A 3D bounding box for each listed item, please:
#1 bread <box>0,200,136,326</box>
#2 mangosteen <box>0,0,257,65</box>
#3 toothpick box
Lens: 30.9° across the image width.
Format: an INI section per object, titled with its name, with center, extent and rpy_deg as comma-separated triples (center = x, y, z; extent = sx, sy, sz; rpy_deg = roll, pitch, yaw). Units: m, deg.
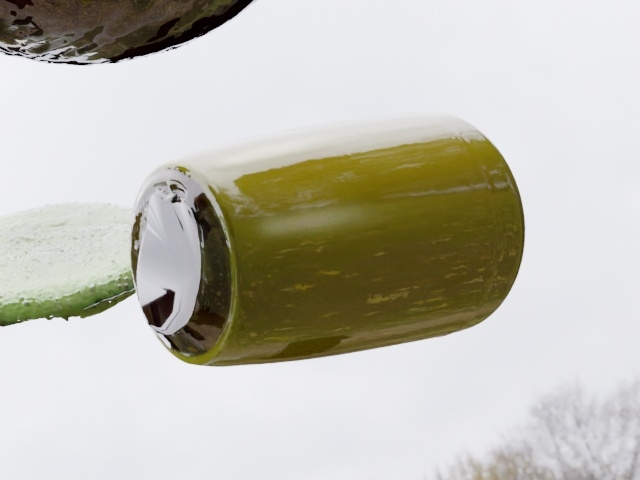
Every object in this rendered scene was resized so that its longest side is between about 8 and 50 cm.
[bread]
center = -0.303, 0.020, 1.284
extent = 0.301, 0.301, 0.045
rpy_deg = -12, -66, -13
[mangosteen]
center = -0.110, -0.164, 0.442
extent = 0.216, 0.216, 0.216
rpy_deg = -14, -29, -8
[toothpick box]
center = 0.000, 0.000, 0.833
extent = 0.271, 0.175, 0.175
rpy_deg = -9, -29, -38
